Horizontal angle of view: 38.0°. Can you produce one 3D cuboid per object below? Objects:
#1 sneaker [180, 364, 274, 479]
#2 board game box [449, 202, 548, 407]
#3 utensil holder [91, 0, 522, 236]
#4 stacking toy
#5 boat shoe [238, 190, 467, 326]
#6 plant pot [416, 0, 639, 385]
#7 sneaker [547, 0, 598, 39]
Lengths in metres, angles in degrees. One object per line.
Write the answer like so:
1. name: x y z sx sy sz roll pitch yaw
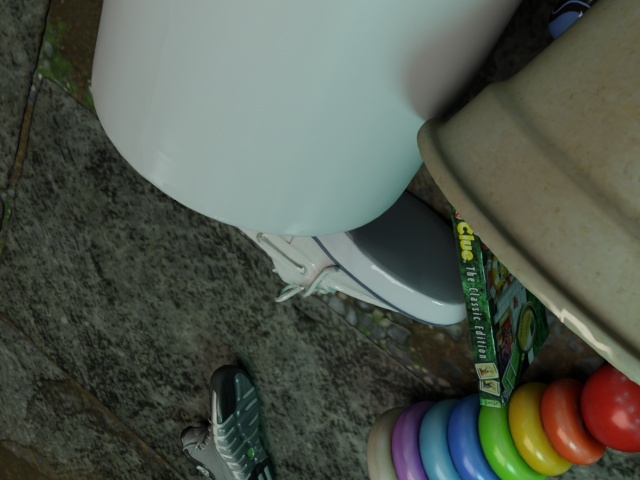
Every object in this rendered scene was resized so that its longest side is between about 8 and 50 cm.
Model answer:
1. sneaker: -0.149 0.263 1.286 0.132 0.086 0.228 10 123 33
2. board game box: 0.169 0.012 0.874 0.030 0.136 0.259 2 118 30
3. utensil holder: 0.008 -0.239 0.717 0.328 0.327 0.385 37 135 11
4. stacking toy: 0.208 0.202 0.972 0.330 0.141 0.141 -29 98 38
5. boat shoe: -0.006 0.003 0.993 0.367 0.136 0.156 34 131 18
6. plant pot: 0.288 -0.084 0.614 0.334 0.334 0.305 41 110 7
7. sneaker: 0.243 -0.251 0.706 0.090 0.081 0.232 47 126 6
